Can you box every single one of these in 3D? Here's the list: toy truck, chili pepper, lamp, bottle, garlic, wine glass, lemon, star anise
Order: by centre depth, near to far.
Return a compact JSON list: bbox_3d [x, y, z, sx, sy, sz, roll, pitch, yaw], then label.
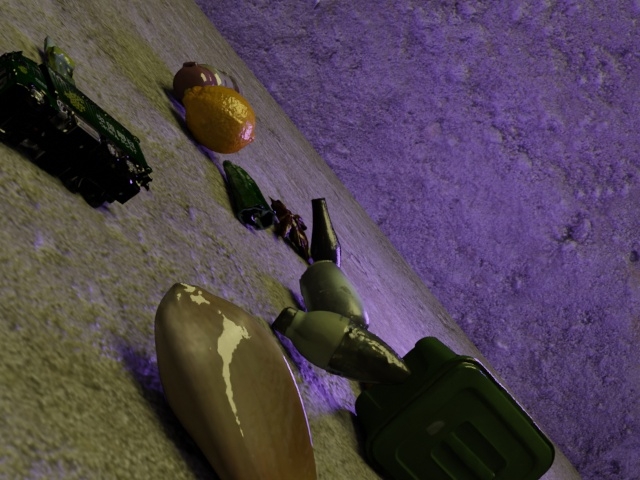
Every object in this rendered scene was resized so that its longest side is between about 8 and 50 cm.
[{"bbox_3d":[-0.088,0.196,0.963,0.143,0.112,0.318,-14,72,-55],"label":"garlic"},{"bbox_3d":[-0.331,-0.141,1.117,0.259,0.088,0.121,43,15,-50],"label":"toy truck"},{"bbox_3d":[0.037,0.182,1.471,0.250,0.101,0.101,26,9,3],"label":"lamp"},{"bbox_3d":[0.033,0.142,1.704,0.111,0.111,0.204,40,18,-52],"label":"wine glass"},{"bbox_3d":[-0.170,-0.112,1.848,0.088,0.059,0.227,27,21,-41],"label":"chili pepper"},{"bbox_3d":[-0.224,-0.271,1.903,0.187,0.142,0.142,37,13,-12],"label":"lemon"},{"bbox_3d":[-0.065,-0.028,2.031,0.157,0.053,0.212,45,11,-36],"label":"star anise"},{"bbox_3d":[-0.274,-0.356,2.054,0.120,0.120,0.253,53,11,5],"label":"bottle"}]

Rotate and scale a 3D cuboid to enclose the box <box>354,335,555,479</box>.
[{"bbox_3d":[0.229,0.341,1.545,0.328,0.253,0.178,48,1,-28],"label":"box"}]

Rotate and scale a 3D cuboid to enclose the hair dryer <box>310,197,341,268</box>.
[{"bbox_3d":[0.000,0.000,2.141,0.219,0.075,0.195,151,-69,-82],"label":"hair dryer"}]

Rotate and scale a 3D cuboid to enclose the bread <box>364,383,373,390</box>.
[{"bbox_3d":[0.137,0.299,1.741,0.114,0.077,0.189,26,21,-23],"label":"bread"}]

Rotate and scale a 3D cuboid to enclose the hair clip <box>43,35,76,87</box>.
[{"bbox_3d":[-0.396,-0.250,1.351,0.060,0.033,0.188,44,10,-50],"label":"hair clip"}]
